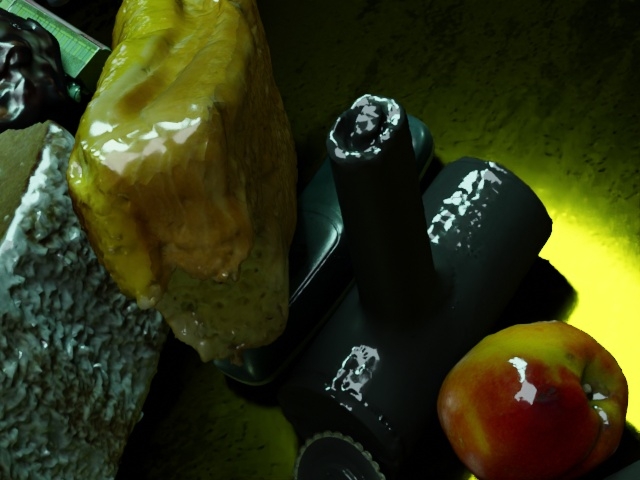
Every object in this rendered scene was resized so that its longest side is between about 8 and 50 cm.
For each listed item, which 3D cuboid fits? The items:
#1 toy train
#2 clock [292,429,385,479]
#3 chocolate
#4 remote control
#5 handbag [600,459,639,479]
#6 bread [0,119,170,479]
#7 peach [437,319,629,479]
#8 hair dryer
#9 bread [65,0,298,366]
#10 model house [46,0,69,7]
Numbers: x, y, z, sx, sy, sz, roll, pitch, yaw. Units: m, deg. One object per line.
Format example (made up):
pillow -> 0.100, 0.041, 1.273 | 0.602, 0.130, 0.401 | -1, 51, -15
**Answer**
toy train -> -0.231, -0.155, 1.206 | 0.071, 0.038, 0.148 | -47, 53, -12
clock -> 0.013, 0.152, 0.863 | 0.074, 0.010, 0.083 | -29, 80, 39
chocolate -> -0.323, -0.120, 1.103 | 0.206, 0.177, 0.224 | -25, 57, 19
remote control -> 0.000, 0.000, 0.992 | 0.072, 0.042, 0.222 | 21, 67, 35
handbag -> 0.208, 0.195, 0.738 | 0.246, 0.080, 0.223 | -26, 50, 3
bread -> -0.209, 0.138, 0.898 | 0.113, 0.165, 0.417 | -4, 54, 36
peach -> 0.120, 0.094, 0.842 | 0.100, 0.101, 0.101 | -11, 52, 15
hair dryer -> 0.049, 0.005, 0.837 | 0.089, 0.251, 0.197 | 28, 68, 25
bread -> -0.075, -0.045, 0.895 | 0.109, 0.185, 0.380 | -11, 22, 3
model house -> -0.203, -0.351, 1.176 | 0.245, 0.312, 0.280 | -29, 87, -3
